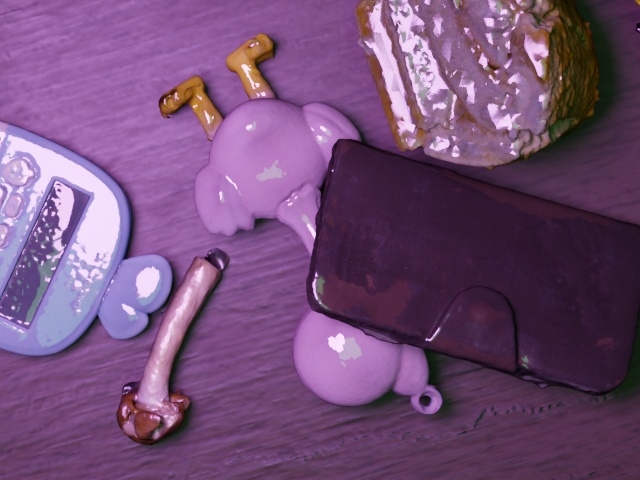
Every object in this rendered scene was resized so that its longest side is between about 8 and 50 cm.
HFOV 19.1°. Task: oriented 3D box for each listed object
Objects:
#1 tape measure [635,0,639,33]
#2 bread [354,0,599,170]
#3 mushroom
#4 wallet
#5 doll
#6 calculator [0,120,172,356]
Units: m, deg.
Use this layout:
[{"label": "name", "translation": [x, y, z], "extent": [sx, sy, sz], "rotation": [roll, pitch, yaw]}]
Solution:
[{"label": "tape measure", "translation": [0.347, -0.249, 1.642], "extent": [0.199, 0.112, 0.186], "rotation": [-42, 85, 8]}, {"label": "bread", "translation": [0.119, -0.183, 1.625], "extent": [0.186, 0.124, 0.257], "rotation": [-26, 85, 24]}, {"label": "mushroom", "translation": [-0.125, 0.095, 1.689], "extent": [0.061, 0.060, 0.187], "rotation": [23, 90, 31]}, {"label": "wallet", "translation": [0.140, 0.025, 1.636], "extent": [0.309, 0.042, 0.165], "rotation": [17, 70, -16]}, {"label": "doll", "translation": [0.000, 0.000, 1.665], "extent": [0.160, 0.094, 0.365], "rotation": [-33, 94, -8]}, {"label": "calculator", "translation": [-0.278, -0.003, 1.691], "extent": [0.302, 0.042, 0.188], "rotation": [26, 92, -1]}]
